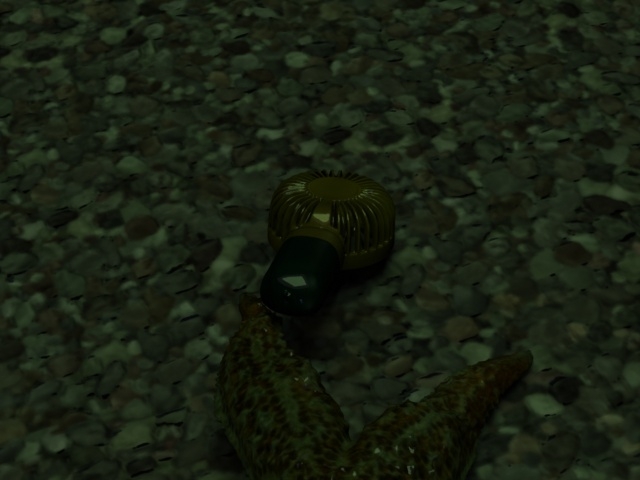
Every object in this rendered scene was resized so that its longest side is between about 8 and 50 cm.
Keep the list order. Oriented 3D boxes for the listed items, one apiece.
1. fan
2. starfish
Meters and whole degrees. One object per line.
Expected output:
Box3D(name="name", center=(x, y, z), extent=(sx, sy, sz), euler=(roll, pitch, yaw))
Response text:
Box3D(name="fan", center=(0.000, 0.000, 0.931), extent=(0.082, 0.039, 0.155), euler=(9, 28, 9))
Box3D(name="starfish", center=(0.028, 0.154, 0.787), extent=(0.358, 0.078, 0.347), euler=(18, 46, 21))
